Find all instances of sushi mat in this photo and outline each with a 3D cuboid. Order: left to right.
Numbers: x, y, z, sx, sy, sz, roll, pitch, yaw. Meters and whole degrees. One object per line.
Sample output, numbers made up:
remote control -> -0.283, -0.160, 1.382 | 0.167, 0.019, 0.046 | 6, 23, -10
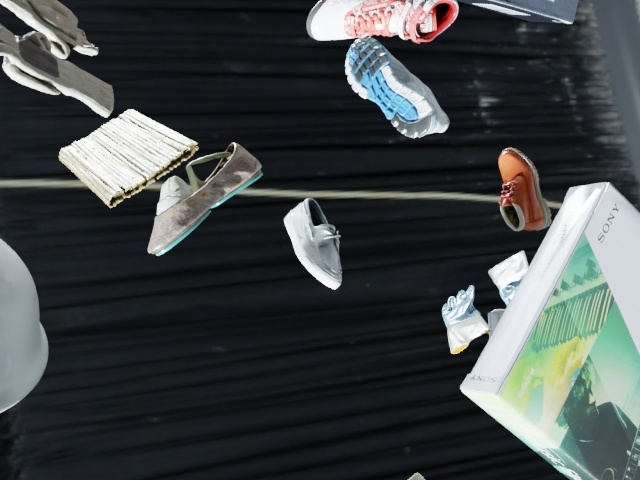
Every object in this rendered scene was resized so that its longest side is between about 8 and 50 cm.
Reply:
sushi mat -> -0.303, -0.135, 1.325 | 0.316, 0.151, 0.019 | 31, 152, 56

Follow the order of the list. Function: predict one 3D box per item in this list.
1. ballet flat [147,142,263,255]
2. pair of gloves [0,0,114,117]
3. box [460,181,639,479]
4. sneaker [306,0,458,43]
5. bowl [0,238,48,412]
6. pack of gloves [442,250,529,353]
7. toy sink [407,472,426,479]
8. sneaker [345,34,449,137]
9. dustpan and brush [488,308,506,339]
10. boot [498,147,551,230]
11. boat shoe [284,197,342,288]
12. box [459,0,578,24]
ballet flat -> -0.244, -0.092, 1.683 | 0.108, 0.316, 0.106 | -22, 107, 48
pair of gloves -> -0.407, -0.289, 1.272 | 0.042, 0.204, 0.240 | -41, 49, 23
box -> 0.303, 0.133, 0.809 | 0.232, 0.322, 0.058 | -57, 19, -19
sneaker -> 0.119, -0.413, 1.595 | 0.090, 0.270, 0.145 | 80, 164, -46
bowl -> -0.397, 0.039, 0.816 | 0.298, 0.298, 0.134 | 52, 128, 51
pack of gloves -> 0.326, 0.124, 1.623 | 0.046, 0.195, 0.232 | 55, -167, -15
toy sink -> 0.093, 0.452, 1.168 | 0.153, 0.131, 0.234 | 47, 134, 12
sneaker -> 0.108, -0.209, 1.203 | 0.071, 0.083, 0.190 | -50, 62, 29
dustpan and brush -> 0.444, 0.211, 1.721 | 0.147, 0.211, 0.060 | -83, 18, -46
boot -> 0.343, -0.089, 1.522 | 0.059, 0.085, 0.157 | -37, 70, 53
boat shoe -> 0.000, 0.000, 1.353 | 0.063, 0.066, 0.184 | -49, 34, 19
box -> 0.235, -0.355, 1.035 | 0.093, 0.156, 0.158 | 35, 115, 62
